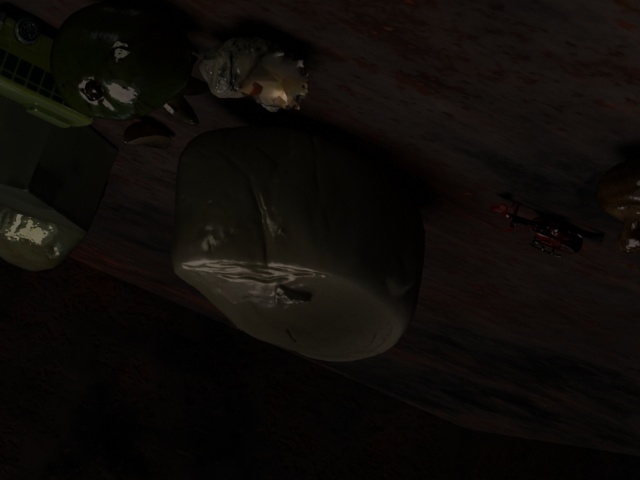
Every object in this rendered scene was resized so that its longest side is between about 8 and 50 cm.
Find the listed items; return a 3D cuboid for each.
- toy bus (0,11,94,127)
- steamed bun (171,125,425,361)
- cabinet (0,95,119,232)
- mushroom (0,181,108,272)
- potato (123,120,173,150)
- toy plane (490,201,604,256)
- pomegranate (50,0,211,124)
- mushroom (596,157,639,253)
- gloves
[{"bbox_3d":[-0.350,-0.209,1.972,0.175,0.101,0.088,26,167,-33],"label":"toy bus"},{"bbox_3d":[0.001,-0.002,2.017,0.236,0.247,0.383,-14,147,33],"label":"steamed bun"},{"bbox_3d":[-0.433,-0.124,2.401,0.150,0.145,0.206,15,168,22],"label":"cabinet"},{"bbox_3d":[-0.512,-0.055,2.744,0.164,0.189,0.267,24,168,-36],"label":"mushroom"},{"bbox_3d":[-0.241,-0.154,2.233,0.037,0.036,0.093,-29,163,26],"label":"potato"},{"bbox_3d":[0.276,-0.015,1.971,0.145,0.037,0.060,21,165,-11],"label":"toy plane"},{"bbox_3d":[-0.205,-0.188,1.756,0.152,0.131,0.191,11,172,25],"label":"pomegranate"},{"bbox_3d":[0.345,-0.040,1.620,0.126,0.085,0.109,22,134,1],"label":"mushroom"},{"bbox_3d":[-0.068,-0.180,1.706,0.114,0.070,0.153,15,177,-19],"label":"gloves"}]
